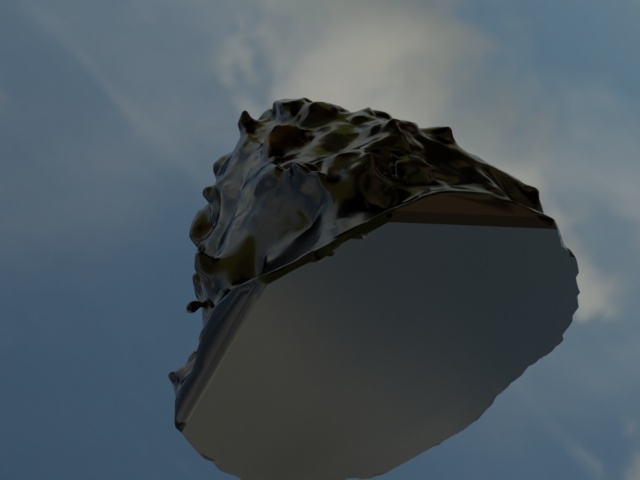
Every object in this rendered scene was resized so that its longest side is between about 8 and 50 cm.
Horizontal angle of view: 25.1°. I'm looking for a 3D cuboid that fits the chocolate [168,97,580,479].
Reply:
[{"bbox_3d":[0.000,0.000,0.532,0.156,0.156,0.133,11,-144,-41],"label":"chocolate"}]
